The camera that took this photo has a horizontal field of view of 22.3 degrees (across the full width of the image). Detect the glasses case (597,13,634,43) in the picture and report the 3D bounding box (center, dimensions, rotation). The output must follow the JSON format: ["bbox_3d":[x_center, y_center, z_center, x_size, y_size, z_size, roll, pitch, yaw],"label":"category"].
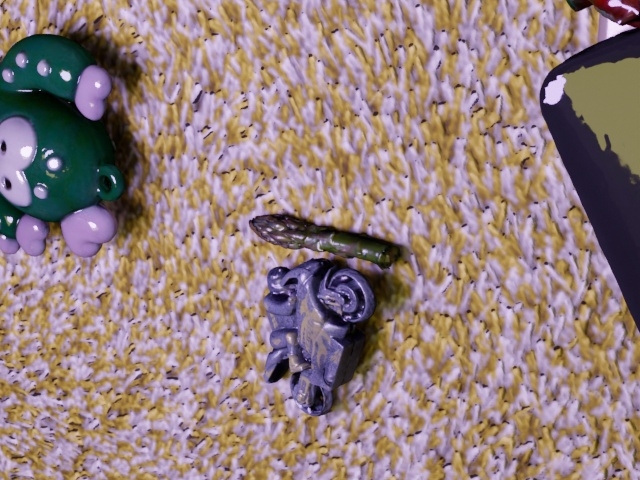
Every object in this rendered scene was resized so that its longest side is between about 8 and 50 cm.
[{"bbox_3d":[0.267,-0.133,1.325,0.083,0.050,0.196,13,115,26],"label":"glasses case"}]

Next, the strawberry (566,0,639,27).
[{"bbox_3d":[0.260,-0.289,1.127,0.288,0.250,0.238,-38,121,9],"label":"strawberry"}]

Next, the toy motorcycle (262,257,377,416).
[{"bbox_3d":[-0.012,0.081,1.585,0.124,0.061,0.193,43,134,24],"label":"toy motorcycle"}]

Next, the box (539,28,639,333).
[{"bbox_3d":[0.347,-0.055,1.252,0.290,0.073,0.289,-21,102,26],"label":"box"}]

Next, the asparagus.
[{"bbox_3d":[0.000,0.000,1.561,0.165,0.036,0.030,12,130,28],"label":"asparagus"}]

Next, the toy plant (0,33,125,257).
[{"bbox_3d":[-0.289,-0.095,1.667,0.243,0.112,0.232,1,107,39],"label":"toy plant"}]
